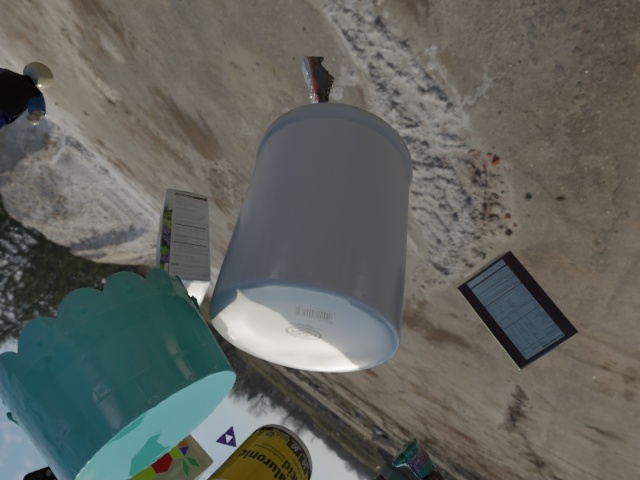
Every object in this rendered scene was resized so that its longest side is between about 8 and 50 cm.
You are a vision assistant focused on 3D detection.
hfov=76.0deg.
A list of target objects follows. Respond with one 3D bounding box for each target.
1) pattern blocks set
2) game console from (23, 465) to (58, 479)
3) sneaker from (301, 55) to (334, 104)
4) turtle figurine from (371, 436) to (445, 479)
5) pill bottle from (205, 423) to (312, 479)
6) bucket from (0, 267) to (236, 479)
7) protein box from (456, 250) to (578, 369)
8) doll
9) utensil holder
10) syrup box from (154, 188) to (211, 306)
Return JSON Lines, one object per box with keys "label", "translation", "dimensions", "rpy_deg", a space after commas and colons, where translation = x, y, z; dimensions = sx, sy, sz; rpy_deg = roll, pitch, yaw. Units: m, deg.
{"label": "pattern blocks set", "translation": [-0.329, 0.464, 0.833], "dimensions": [0.286, 0.324, 0.026], "rpy_deg": [54, 159, 22]}
{"label": "game console", "translation": [-0.545, 0.545, 0.885], "dimensions": [0.144, 0.085, 0.124], "rpy_deg": [62, -179, 17]}
{"label": "sneaker", "translation": [0.006, -0.350, 0.932], "dimensions": [0.061, 0.064, 0.158], "rpy_deg": [159, 95, -81]}
{"label": "turtle figurine", "translation": [0.167, 0.370, 0.498], "dimensions": [0.234, 0.175, 0.118], "rpy_deg": [41, 173, 22]}
{"label": "pill bottle", "translation": [-0.056, 0.194, 0.303], "dimensions": [0.065, 0.065, 0.116], "rpy_deg": [33, -162, 15]}
{"label": "bucket", "translation": [-0.270, 0.199, 0.583], "dimensions": [0.183, 0.281, 0.281], "rpy_deg": [46, 165, 20]}
{"label": "protein box", "translation": [0.422, 0.146, 0.916], "dimensions": [0.201, 0.136, 0.199], "rpy_deg": [55, -168, 14]}
{"label": "doll", "translation": [-0.443, -0.189, 0.549], "dimensions": [0.129, 0.189, 0.046], "rpy_deg": [37, 145, -7]}
{"label": "utensil holder", "translation": [0.000, 0.000, 0.753], "dimensions": [0.327, 0.386, 0.328], "rpy_deg": [7, 143, 5]}
{"label": "syrup box", "translation": [-0.282, 0.011, 0.837], "dimensions": [0.096, 0.237, 0.093], "rpy_deg": [9, 135, -27]}
